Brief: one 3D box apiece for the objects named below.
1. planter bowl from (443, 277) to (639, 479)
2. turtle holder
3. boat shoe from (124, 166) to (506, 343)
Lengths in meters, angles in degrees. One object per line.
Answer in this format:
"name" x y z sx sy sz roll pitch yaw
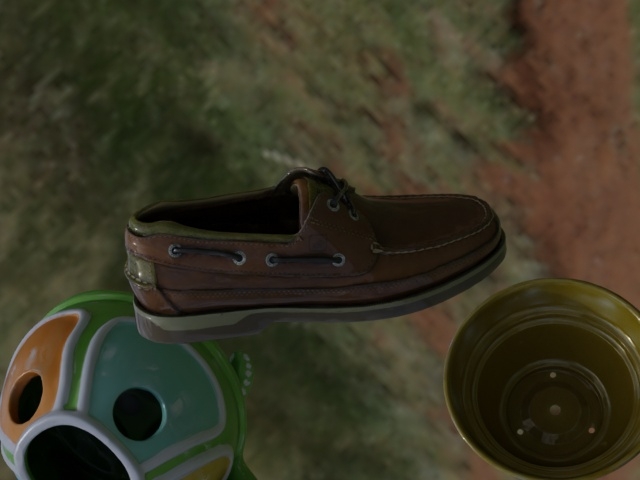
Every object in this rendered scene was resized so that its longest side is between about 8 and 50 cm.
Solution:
"planter bowl" 0.230 0.152 1.801 0.217 0.217 0.090 39 162 22
"turtle holder" -0.199 0.218 1.904 0.227 0.243 0.320 -60 -48 -65
"boat shoe" 0.000 0.000 1.435 0.111 0.307 0.104 -126 27 -60
